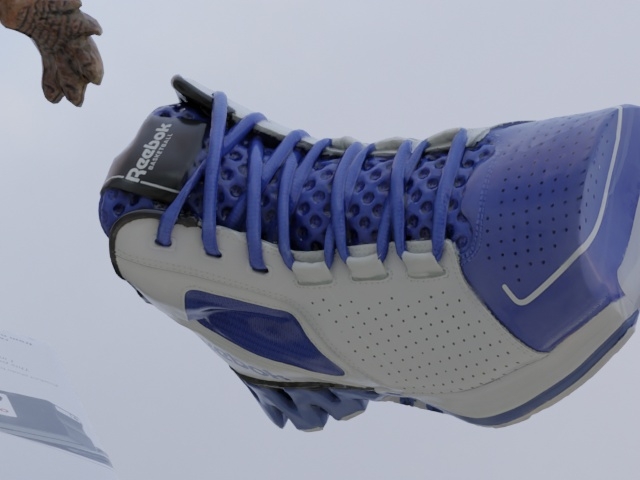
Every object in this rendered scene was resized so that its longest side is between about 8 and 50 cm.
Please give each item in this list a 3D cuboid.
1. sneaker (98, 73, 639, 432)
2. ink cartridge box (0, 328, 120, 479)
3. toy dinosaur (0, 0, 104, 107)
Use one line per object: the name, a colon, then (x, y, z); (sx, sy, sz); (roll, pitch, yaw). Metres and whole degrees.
sneaker: (-0.001, 0.000, 0.821); (0.182, 0.127, 0.315); (32, -29, -26)
ink cartridge box: (-0.261, 0.238, 1.143); (0.166, 0.285, 0.395); (19, 10, -23)
toy dinosaur: (-0.156, -0.145, 0.453); (0.127, 0.200, 0.295); (18, -80, 41)
